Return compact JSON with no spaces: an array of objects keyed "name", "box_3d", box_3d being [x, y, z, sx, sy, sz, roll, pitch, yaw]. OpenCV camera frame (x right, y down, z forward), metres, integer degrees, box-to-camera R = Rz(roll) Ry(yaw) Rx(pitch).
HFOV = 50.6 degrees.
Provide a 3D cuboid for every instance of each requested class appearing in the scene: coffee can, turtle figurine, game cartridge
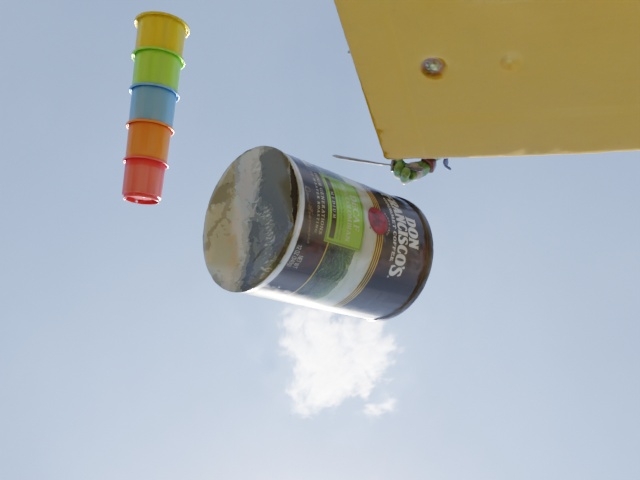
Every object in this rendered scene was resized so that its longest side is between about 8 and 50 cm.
[{"name":"coffee can","box_3d":[0.000,0.000,0.977,0.275,0.202,0.201,16,-110,-42]},{"name":"turtle figurine","box_3d":[0.164,-0.202,1.096,0.275,0.266,0.197,38,-114,-17]},{"name":"game cartridge","box_3d":[0.191,-0.193,0.671,0.324,0.285,0.052,0,-125,20]}]

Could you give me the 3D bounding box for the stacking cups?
[{"name":"stacking cups","box_3d":[-0.286,-0.220,1.128,0.096,0.096,0.316,6,-104,-1]}]
